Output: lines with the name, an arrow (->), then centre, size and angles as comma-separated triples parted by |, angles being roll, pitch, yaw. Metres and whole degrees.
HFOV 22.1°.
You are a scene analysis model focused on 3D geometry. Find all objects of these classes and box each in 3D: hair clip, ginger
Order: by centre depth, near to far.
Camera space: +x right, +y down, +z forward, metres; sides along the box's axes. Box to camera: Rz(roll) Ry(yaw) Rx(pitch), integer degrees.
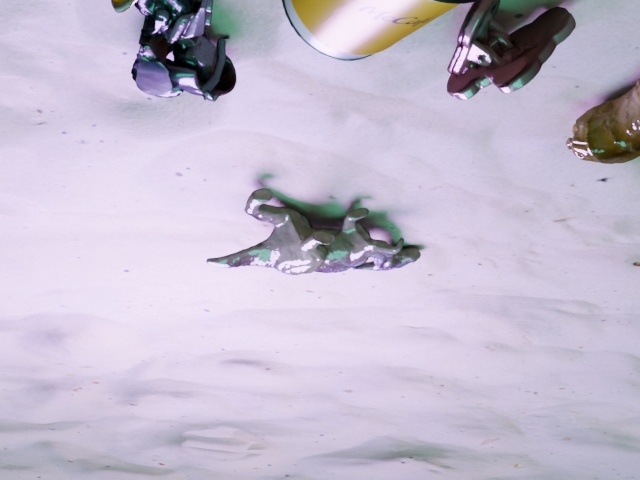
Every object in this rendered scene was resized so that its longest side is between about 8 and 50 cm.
hair clip -> 0.196, -0.197, 1.769 | 0.102, 0.123, 0.138 | 34, 148, 9
ginger -> 0.365, -0.140, 1.877 | 0.095, 0.069, 0.190 | 20, 149, -33

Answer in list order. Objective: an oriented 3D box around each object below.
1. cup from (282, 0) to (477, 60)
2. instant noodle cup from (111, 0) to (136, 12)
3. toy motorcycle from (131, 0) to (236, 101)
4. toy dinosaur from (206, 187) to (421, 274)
cup -> 0.072, -0.281, 1.560 | 0.196, 0.196, 0.279 | 17, 158, -19
instant noodle cup -> -0.199, -0.340, 1.485 | 0.172, 0.216, 0.216 | 30, 145, -22
toy motorcycle -> -0.151, -0.215, 1.828 | 0.122, 0.082, 0.213 | 9, 154, -2
toy dinosaur -> 0.001, 0.007, 2.225 | 0.294, 0.077, 0.162 | 11, 152, -10
